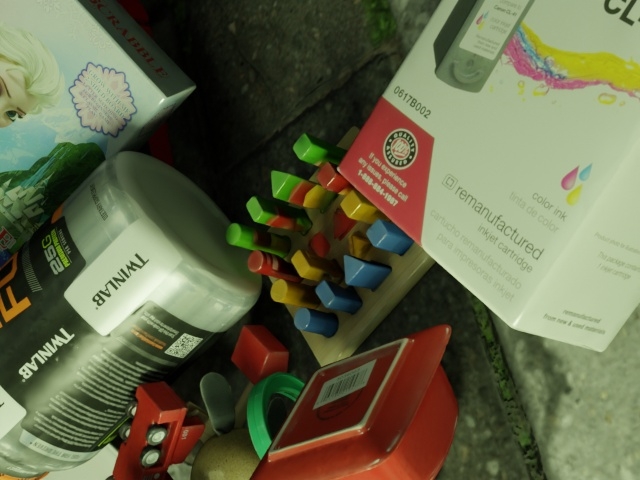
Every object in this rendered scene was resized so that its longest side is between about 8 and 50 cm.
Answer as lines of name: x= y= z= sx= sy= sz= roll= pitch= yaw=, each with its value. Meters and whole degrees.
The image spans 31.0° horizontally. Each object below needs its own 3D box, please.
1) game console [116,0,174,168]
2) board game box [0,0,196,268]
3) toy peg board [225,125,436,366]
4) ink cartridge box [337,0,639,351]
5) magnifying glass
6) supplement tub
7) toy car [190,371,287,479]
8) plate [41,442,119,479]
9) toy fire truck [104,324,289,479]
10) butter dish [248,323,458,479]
game console: x=-0.338 y=-0.082 z=1.285 sx=0.386 sy=0.060 sz=0.342 roll=-16 pitch=82 yaw=23
board game box: x=-0.334 y=-0.158 z=1.141 sx=0.318 sy=0.066 sz=0.318 roll=47 pitch=118 yaw=1
toy peg board: x=0.000 y=0.000 z=1.012 sx=0.161 sy=0.079 sz=0.160 roll=-50 pitch=49 yaw=22
ink cartridge box: x=0.184 y=-0.109 z=0.830 sx=0.226 sy=0.131 sz=0.306 roll=44 pitch=111 yaw=42
magnifying glass: x=-0.003 y=0.219 z=0.958 sx=0.026 sy=0.092 sz=0.231 roll=-33 pitch=68 yaw=30
supplement tub: x=-0.224 y=0.084 z=1.093 sx=0.316 sy=0.193 sz=0.193 roll=-44 pitch=51 yaw=14
toy car: x=-0.083 y=0.214 z=0.990 sx=0.149 sy=0.155 sz=0.188 roll=-11 pitch=61 yaw=42
plate: x=-0.305 y=0.298 z=1.245 sx=0.278 sy=0.045 sz=0.277 roll=33 pitch=101 yaw=44
toy fire truck: x=-0.114 y=0.172 z=1.055 sx=0.047 sy=0.135 sz=0.192 roll=41 pitch=122 yaw=41
butter dish: x=0.047 y=0.163 z=0.902 sx=0.160 sy=0.118 sz=0.160 roll=-25 pitch=21 yaw=39
